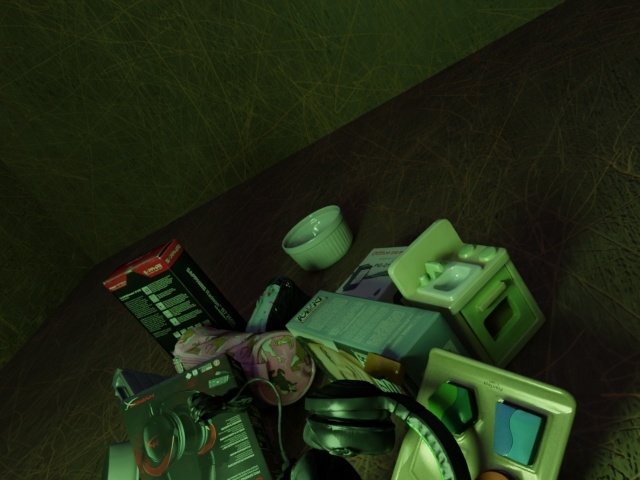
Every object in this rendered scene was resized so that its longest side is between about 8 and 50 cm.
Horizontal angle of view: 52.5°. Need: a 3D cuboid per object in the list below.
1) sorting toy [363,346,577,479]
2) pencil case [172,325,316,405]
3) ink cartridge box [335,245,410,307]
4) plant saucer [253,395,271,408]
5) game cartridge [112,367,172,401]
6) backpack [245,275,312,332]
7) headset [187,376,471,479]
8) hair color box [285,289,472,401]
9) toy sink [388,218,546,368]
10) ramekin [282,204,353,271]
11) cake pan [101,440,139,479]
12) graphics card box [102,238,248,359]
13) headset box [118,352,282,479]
[{"bbox_3d":[0.163,0.265,0.871,0.307,0.041,0.229,13,86,41],"label":"sorting toy"},{"bbox_3d":[-0.177,0.268,1.430,0.386,0.160,0.167,-7,33,51],"label":"pencil case"},{"bbox_3d":[0.130,0.123,1.450,0.237,0.100,0.172,-47,23,-28],"label":"ink cartridge box"},{"bbox_3d":[-0.088,0.315,1.464,0.195,0.037,0.195,-32,21,13],"label":"plant saucer"},{"bbox_3d":[-0.327,0.376,1.461,0.355,0.230,0.068,11,80,64],"label":"game cartridge"},{"bbox_3d":[-0.103,0.200,1.625,0.115,0.152,0.182,-21,36,48],"label":"backpack"},{"bbox_3d":[0.004,0.297,0.870,0.394,0.185,0.243,23,96,36],"label":"headset"},{"bbox_3d":[0.108,0.207,1.174,0.113,0.185,0.374,-44,22,-21],"label":"hair color box"},{"bbox_3d":[0.256,0.095,1.119,0.153,0.234,0.131,-42,20,-18],"label":"toy sink"},{"bbox_3d":[0.000,0.000,1.927,0.207,0.109,0.207,-32,20,13],"label":"ramekin"},{"bbox_3d":[-0.383,0.511,1.206,0.293,0.054,0.293,-172,90,-72],"label":"cake pan"},{"bbox_3d":[-0.359,0.187,1.702,0.233,0.371,0.094,-24,23,32],"label":"graphics card box"},{"bbox_3d":[-0.203,0.384,1.157,0.218,0.293,0.110,-25,-23,0],"label":"headset box"}]
